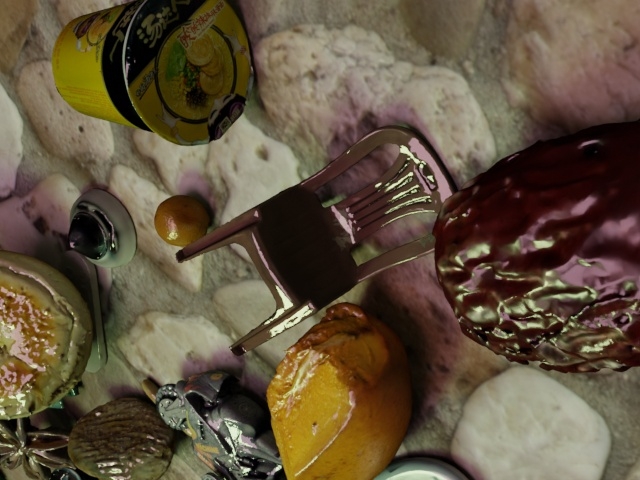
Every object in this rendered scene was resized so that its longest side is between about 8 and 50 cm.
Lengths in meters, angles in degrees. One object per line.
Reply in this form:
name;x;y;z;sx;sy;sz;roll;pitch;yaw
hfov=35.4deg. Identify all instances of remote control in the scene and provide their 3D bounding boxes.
remote control;-0.422;0.127;1.797;0.077;0.022;0.244;18;120;33

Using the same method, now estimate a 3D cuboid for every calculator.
calculator;0.129;0.424;1.497;0.185;0.041;0.299;52;131;5

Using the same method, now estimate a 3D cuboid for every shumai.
shumai;-0.338;0.383;1.791;0.210;0.161;0.152;-3;132;19

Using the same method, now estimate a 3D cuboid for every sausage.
sausage;-0.265;0.292;1.753;0.132;0.024;0.024;41;130;14

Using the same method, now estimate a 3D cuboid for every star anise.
star anise;-0.572;0.394;1.946;0.212;0.073;0.197;32;126;-11

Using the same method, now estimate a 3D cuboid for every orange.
orange;-0.210;-0.030;1.522;0.085;0.085;0.085;17;121;31

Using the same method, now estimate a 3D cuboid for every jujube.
jujube;0.291;0.010;1.050;0.377;0.258;0.258;-9;105;35

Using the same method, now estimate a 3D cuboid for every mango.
mango;0.019;0.257;1.389;0.199;0.201;0.350;12;128;5

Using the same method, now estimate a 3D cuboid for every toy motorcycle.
toy motorcycle;-0.139;0.311;1.613;0.307;0.108;0.173;36;124;16

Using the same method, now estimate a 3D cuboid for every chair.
chair;0.000;0.000;1.300;0.326;0.183;0.175;-31;92;44

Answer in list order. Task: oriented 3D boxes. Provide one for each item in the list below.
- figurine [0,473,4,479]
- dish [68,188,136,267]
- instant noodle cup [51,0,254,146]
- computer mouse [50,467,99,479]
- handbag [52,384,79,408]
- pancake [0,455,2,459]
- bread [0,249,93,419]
figurine;-0.736;0.588;2.206;0.102;0.111;0.194;-10;105;19
dish;-0.382;-0.008;1.662;0.141;0.078;0.141;16;120;31
instant noodle cup;-0.243;-0.240;1.378;0.236;0.216;0.215;10;117;44
computer mouse;-0.486;0.557;2.005;0.137;0.096;0.233;6;115;37
handbag;-0.609;0.195;1.923;0.274;0.100;0.268;-3;108;39
pancake;-0.734;0.339;2.084;0.288;0.033;0.286;47;154;32
bread;-0.543;0.161;1.733;0.306;0.159;0.305;0;92;-3
